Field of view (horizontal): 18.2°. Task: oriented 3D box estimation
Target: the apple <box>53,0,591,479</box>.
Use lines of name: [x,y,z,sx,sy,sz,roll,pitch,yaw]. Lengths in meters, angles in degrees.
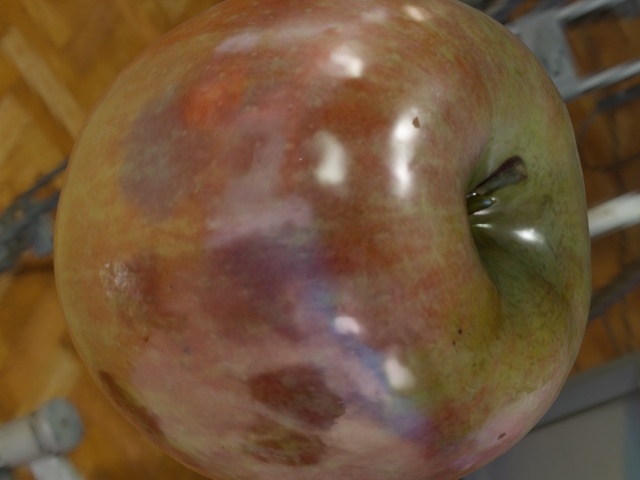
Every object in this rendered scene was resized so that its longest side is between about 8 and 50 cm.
apple: [0.000,0.000,0.723,0.188,0.173,0.188,7,81,-50]
